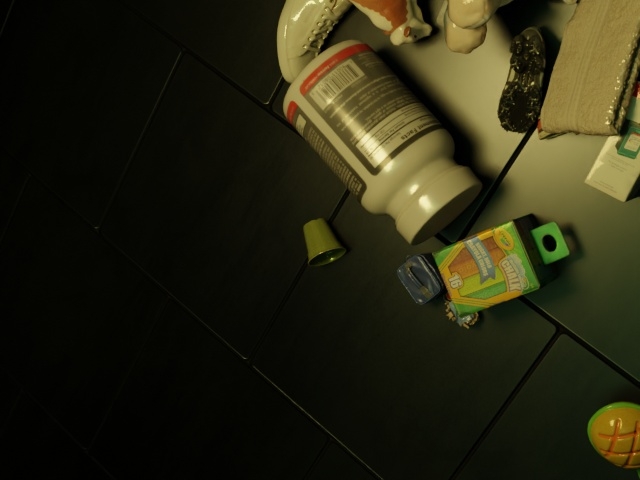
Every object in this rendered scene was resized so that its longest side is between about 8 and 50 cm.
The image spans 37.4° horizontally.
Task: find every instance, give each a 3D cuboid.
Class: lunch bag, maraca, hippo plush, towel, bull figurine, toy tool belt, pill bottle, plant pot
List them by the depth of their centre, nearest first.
[{"bbox_3d":[0.463,-0.310,1.558,0.187,0.049,0.282,21,95,67],"label":"towel"},{"bbox_3d":[0.325,-0.435,1.600,0.237,0.294,0.234,-3,76,2],"label":"hippo plush"},{"bbox_3d":[0.552,0.352,1.648,0.186,0.099,0.127,38,121,-8],"label":"maraca"},{"bbox_3d":[0.094,-0.499,1.744,0.310,0.101,0.188,31,89,-1],"label":"bull figurine"},{"bbox_3d":[0.115,-0.179,1.755,0.210,0.210,0.363,-46,75,25],"label":"pill bottle"},{"bbox_3d":[0.263,0.131,1.802,0.052,0.051,0.083,-45,75,26],"label":"toy tool belt"},{"bbox_3d":[0.197,0.070,1.823,0.067,0.065,0.098,-42,77,26],"label":"lunch bag"},{"bbox_3d":[0.000,0.000,1.922,0.083,0.083,0.079,-33,69,28],"label":"plant pot"}]

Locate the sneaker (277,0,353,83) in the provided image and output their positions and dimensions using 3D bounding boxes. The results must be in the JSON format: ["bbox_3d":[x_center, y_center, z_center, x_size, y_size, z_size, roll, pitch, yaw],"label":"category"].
[{"bbox_3d":[-0.001,-0.442,1.843,0.123,0.106,0.290,19,104,28],"label":"sneaker"}]

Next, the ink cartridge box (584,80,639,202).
[{"bbox_3d":[0.536,-0.184,1.563,0.078,0.134,0.231,31,109,22],"label":"ink cartridge box"}]

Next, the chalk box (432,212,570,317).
[{"bbox_3d":[0.337,0.036,1.703,0.213,0.132,0.132,-26,84,29],"label":"chalk box"}]

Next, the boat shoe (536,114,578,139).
[{"bbox_3d":[0.445,-0.205,1.658,0.137,0.049,0.043,-4,81,35],"label":"boat shoe"}]

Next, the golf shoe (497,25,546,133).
[{"bbox_3d":[0.368,-0.286,1.685,0.077,0.094,0.198,17,129,14],"label":"golf shoe"}]
